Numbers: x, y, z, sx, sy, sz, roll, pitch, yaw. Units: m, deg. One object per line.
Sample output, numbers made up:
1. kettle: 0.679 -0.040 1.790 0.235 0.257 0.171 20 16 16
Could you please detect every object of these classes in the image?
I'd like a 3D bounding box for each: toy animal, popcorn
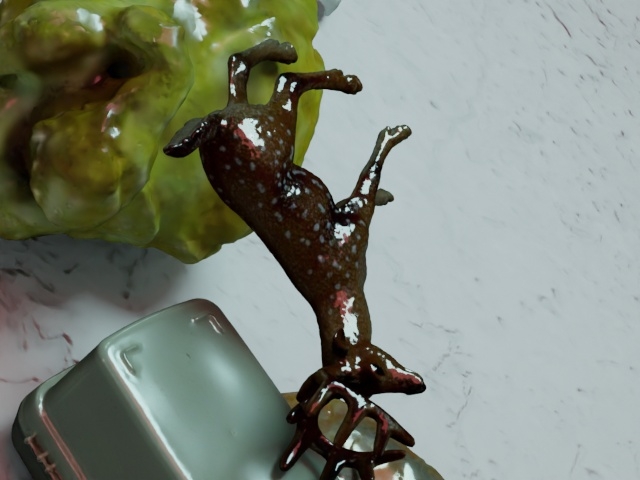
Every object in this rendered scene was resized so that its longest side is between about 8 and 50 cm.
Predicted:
1. toy animal: -0.011 0.009 1.270 0.243 0.087 0.260 44 44 -13
2. popcorn: -0.135 -0.113 1.386 0.276 0.225 0.276 24 40 -22

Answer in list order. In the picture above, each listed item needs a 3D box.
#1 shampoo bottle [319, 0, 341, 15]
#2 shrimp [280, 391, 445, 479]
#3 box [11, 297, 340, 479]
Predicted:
1. shampoo bottle: -0.051 -0.277 1.718 0.192 0.074 0.074 38 40 -10
2. shrimp: 0.058 0.233 1.393 0.317 0.062 0.164 45 43 6
3. box: -0.089 0.154 1.271 0.148 0.129 0.210 -25 76 -48
